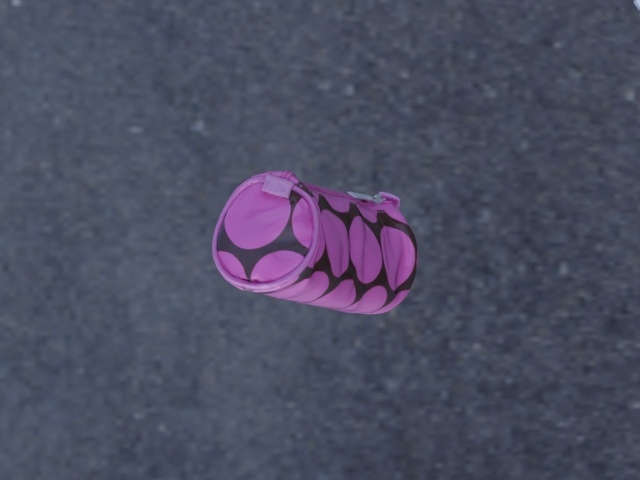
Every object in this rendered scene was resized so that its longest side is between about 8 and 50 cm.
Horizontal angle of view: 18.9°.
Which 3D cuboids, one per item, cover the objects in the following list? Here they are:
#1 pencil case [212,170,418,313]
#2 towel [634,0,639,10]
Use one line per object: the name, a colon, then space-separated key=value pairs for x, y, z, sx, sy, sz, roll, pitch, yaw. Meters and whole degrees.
pencil case: x=0.000 y=0.000 z=1.451 sx=0.095 sy=0.209 sz=0.098 roll=27 pitch=96 yaw=23
towel: x=0.437 y=-0.185 z=1.671 sx=0.235 sy=0.121 sz=0.283 roll=58 pitch=152 yaw=3
